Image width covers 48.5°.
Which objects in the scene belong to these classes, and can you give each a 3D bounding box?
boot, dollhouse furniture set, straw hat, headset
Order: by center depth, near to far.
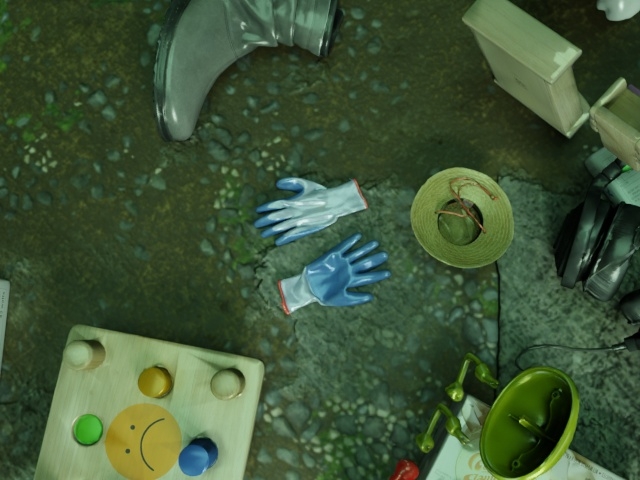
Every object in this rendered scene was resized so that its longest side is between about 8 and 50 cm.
[{"bbox_3d":[0.373,-0.275,0.834,0.303,0.198,0.286,-49,65,10],"label":"dollhouse furniture set"},{"bbox_3d":[0.379,0.049,0.843,0.243,0.185,0.394,44,102,15],"label":"headset"},{"bbox_3d":[0.181,-0.019,0.937,0.145,0.061,0.144,2,66,-5],"label":"straw hat"},{"bbox_3d":[-0.090,-0.280,0.970,0.223,0.118,0.337,13,87,0],"label":"boot"}]

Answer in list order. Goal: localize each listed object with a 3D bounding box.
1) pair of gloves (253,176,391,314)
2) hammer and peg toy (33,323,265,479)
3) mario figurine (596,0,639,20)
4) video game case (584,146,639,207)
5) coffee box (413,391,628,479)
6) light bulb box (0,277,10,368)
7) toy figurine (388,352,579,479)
[{"bbox_3d":[0.000,0.000,0.964,0.159,0.023,0.198,-19,82,0],"label":"pair of gloves"},{"bbox_3d":[-0.218,0.303,0.878,0.266,0.127,0.361,10,82,3],"label":"hammer and peg toy"},{"bbox_3d":[0.401,-0.426,0.977,0.321,0.170,0.198,25,40,-2],"label":"mario figurine"},{"bbox_3d":[0.572,-0.071,0.937,0.329,0.036,0.299,-32,81,-3],"label":"video game case"},{"bbox_3d":[0.252,0.304,0.864,0.247,0.098,0.141,28,84,7],"label":"coffee box"},{"bbox_3d":[-0.550,0.195,0.794,0.226,0.361,0.357,2,81,3],"label":"light bulb box"},{"bbox_3d":[0.198,0.332,0.771,0.217,0.191,0.362,37,76,-23],"label":"toy figurine"}]
